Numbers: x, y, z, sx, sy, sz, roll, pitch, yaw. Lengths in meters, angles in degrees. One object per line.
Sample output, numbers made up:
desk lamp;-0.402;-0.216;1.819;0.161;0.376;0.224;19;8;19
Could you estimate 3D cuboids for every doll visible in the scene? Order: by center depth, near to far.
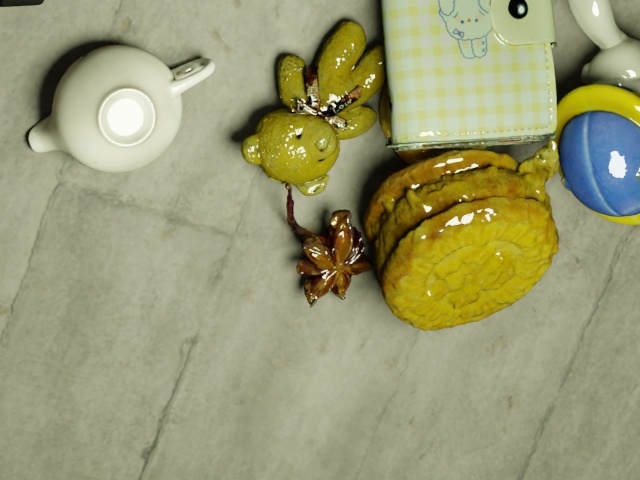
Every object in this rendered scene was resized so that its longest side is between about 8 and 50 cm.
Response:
doll;0.006;-0.154;1.974;0.137;0.097;0.209;33;90;-25
doll;0.365;-0.167;2.014;0.242;0.160;0.311;-39;114;-34

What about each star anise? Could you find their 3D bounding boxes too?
star anise;0.000;0.000;2.023;0.097;0.070;0.190;-29;137;-6

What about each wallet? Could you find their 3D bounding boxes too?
wallet;0.169;-0.262;1.969;0.223;0.077;0.309;-4;92;-17

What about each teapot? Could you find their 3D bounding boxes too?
teapot;-0.217;-0.150;1.906;0.226;0.092;0.145;-25;114;-13

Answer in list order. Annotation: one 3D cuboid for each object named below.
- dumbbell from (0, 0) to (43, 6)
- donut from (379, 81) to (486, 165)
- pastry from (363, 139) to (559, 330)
dumbbell;-0.245;-0.329;1.800;0.218;0.152;0.152;-6;109;-16
donut;0.146;-0.151;2.040;0.152;0.058;0.152;-4;106;-16
pastry;0.174;0.004;2.013;0.235;0.132;0.240;-7;147;-6
